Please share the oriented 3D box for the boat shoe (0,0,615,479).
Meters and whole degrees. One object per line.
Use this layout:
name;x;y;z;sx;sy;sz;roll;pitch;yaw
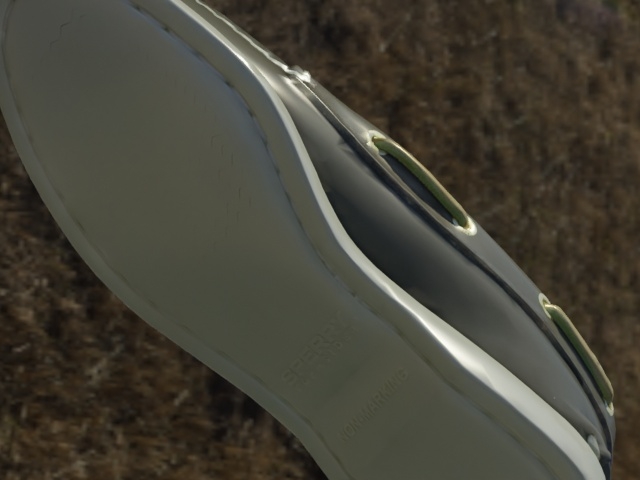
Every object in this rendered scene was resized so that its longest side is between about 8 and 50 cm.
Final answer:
boat shoe;-0.003;0.003;0.500;0.305;0.109;0.091;46;31;1
